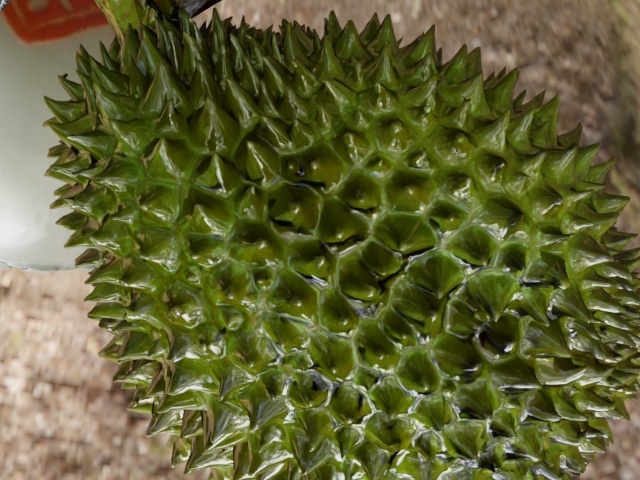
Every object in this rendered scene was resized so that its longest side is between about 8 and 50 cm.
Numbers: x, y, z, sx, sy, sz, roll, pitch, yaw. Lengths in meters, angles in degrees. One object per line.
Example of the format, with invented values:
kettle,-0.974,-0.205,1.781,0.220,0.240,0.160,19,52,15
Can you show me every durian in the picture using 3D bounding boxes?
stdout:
durian,0.006,0.011,0.544,0.146,0.159,0.198,-50,135,-5

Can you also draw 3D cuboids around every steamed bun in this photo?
steamed bun,-0.258,-0.151,1.448,0.374,0.374,0.241,22,106,-13

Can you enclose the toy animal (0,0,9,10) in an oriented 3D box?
toy animal,-0.224,-0.186,1.217,0.220,0.108,0.062,-10,160,-35
